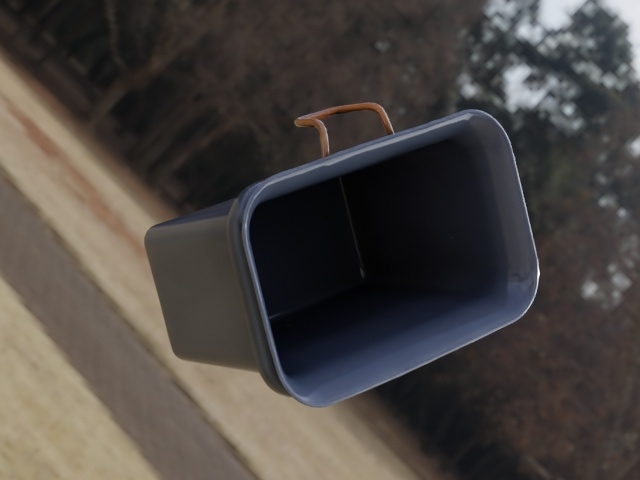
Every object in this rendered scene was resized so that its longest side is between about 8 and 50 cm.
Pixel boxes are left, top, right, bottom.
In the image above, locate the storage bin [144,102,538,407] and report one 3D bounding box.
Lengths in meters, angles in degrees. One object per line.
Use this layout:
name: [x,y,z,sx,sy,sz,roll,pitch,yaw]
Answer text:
storage bin: [0.000,0.000,0.649,0.091,0.135,0.098,-3,-76,50]
